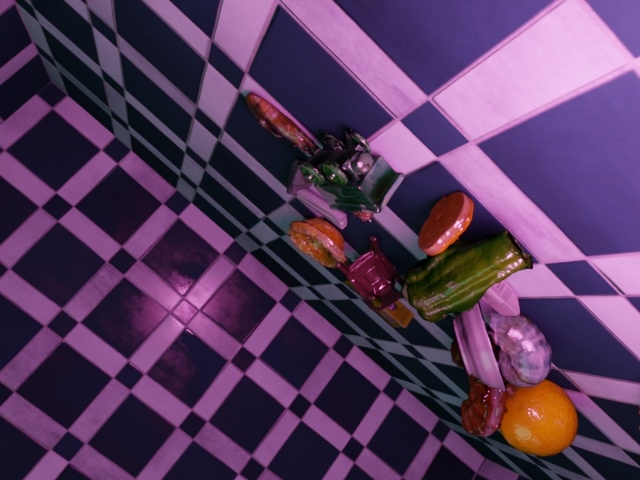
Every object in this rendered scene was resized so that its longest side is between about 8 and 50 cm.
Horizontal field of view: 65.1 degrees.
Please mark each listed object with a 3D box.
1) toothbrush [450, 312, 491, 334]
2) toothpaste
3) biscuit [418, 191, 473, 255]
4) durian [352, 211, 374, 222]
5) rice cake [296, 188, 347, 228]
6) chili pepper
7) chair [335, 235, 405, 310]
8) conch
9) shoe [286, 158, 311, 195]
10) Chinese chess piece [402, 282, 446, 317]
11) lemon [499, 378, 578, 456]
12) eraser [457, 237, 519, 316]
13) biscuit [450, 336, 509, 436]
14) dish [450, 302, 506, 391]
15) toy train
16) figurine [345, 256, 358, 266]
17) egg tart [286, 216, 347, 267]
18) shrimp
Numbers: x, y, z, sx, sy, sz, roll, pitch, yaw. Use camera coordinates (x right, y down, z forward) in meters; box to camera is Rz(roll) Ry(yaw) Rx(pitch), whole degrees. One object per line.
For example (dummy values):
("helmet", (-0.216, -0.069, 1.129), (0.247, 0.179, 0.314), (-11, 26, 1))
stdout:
("toothbrush", (0.566, 0.311, 1.792), (0.257, 0.018, 0.024), (28, 166, 30))
("toothpaste", (0.253, 0.252, 2.183), (0.327, 0.077, 0.110), (42, 161, -9))
("biscuit", (0.307, -0.041, 1.216), (0.050, 0.170, 0.170), (33, 165, -14))
("durian", (0.133, -0.094, 1.552), (0.091, 0.080, 0.080), (61, 161, -1))
("rice cake", (0.003, -0.125, 1.803), (0.221, 0.042, 0.080), (35, 158, 16))
("chili pepper", (0.354, 0.069, 1.252), (0.167, 0.213, 0.385), (45, 140, -6))
("chair", (0.201, 0.137, 1.836), (0.183, 0.175, 0.326), (54, 180, 19))
("conch", (0.612, 0.336, 1.527), (0.277, 0.195, 0.220), (24, -149, -33))
("shoe", (-0.069, -0.212, 1.714), (0.078, 0.079, 0.195), (6, 160, -15))
("Chinese chess piece", (0.381, 0.203, 1.791), (0.188, 0.083, 0.188), (38, 163, 13))
("lemon", (0.749, 0.611, 1.753), (0.293, 0.293, 0.293), (35, 162, 13))
("eraser", (0.433, 0.087, 1.427), (0.352, 0.061, 0.089), (41, 163, -8))
("biscuit", (0.558, 0.489, 1.768), (0.115, 0.366, 0.268), (1, 142, -7))
("dish", (0.471, 0.315, 1.537), (0.316, 0.106, 0.317), (-16, -90, -78))
("toy train", (0.069, -0.185, 1.349), (0.202, 0.145, 0.266), (44, 163, -27))
("figurine", (0.159, 0.117, 2.002), (0.132, 0.132, 0.153), (48, 173, -27))
("egg tart", (0.000, 0.000, 1.997), (0.288, 0.118, 0.288), (36, 162, 14))
("shrimp", (-0.116, -0.333, 1.516), (0.296, 0.058, 0.169), (42, 170, 4))
